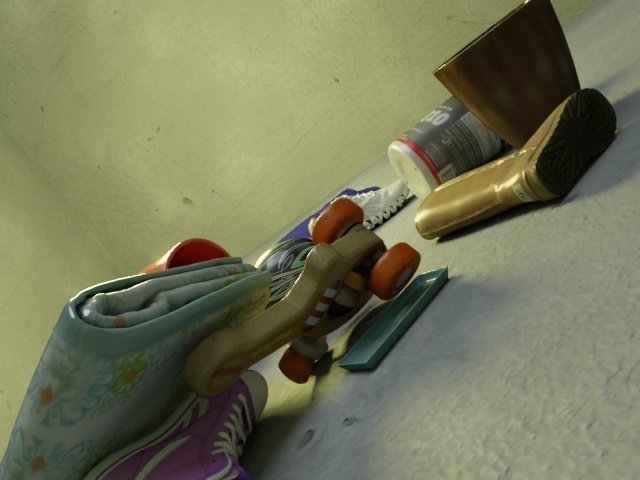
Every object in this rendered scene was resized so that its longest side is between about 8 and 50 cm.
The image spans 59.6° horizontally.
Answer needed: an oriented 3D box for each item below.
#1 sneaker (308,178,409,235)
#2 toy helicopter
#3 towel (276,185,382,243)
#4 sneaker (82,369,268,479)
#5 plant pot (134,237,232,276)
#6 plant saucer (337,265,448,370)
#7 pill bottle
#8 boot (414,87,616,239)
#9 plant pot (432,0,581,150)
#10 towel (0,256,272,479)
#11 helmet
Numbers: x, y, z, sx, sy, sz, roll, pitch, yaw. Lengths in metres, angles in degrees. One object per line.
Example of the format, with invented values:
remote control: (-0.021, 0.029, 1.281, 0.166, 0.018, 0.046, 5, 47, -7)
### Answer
sneaker: (0.101, -0.078, 1.436, 0.292, 0.118, 0.110, -36, 6, 1)
toy helicopter: (-0.035, 0.108, 0.751, 0.355, 0.140, 0.235, -27, -33, -41)
towel: (0.032, -0.045, 1.630, 0.308, 0.076, 0.227, -38, 17, -18)
sneaker: (-0.113, 0.247, 0.645, 0.161, 0.102, 0.282, -4, 19, 34)
plant pot: (-0.328, 0.160, 1.254, 0.243, 0.275, 0.275, -22, 14, 30)
plant saucer: (0.100, 0.102, 0.730, 0.192, 0.018, 0.067, -43, 9, -32)
pill bottle: (0.302, -0.225, 1.211, 0.283, 0.161, 0.161, -38, 8, -6)
boot: (0.292, -0.114, 0.879, 0.236, 0.089, 0.269, -41, 7, -26)
plant pot: (0.348, -0.263, 0.960, 0.215, 0.230, 0.215, -37, 8, 6)
towel: (-0.214, 0.185, 0.704, 0.321, 0.090, 0.374, -64, -19, 15)
helmet: (-0.049, 0.075, 1.033, 0.169, 0.169, 0.161, -34, -9, 21)
